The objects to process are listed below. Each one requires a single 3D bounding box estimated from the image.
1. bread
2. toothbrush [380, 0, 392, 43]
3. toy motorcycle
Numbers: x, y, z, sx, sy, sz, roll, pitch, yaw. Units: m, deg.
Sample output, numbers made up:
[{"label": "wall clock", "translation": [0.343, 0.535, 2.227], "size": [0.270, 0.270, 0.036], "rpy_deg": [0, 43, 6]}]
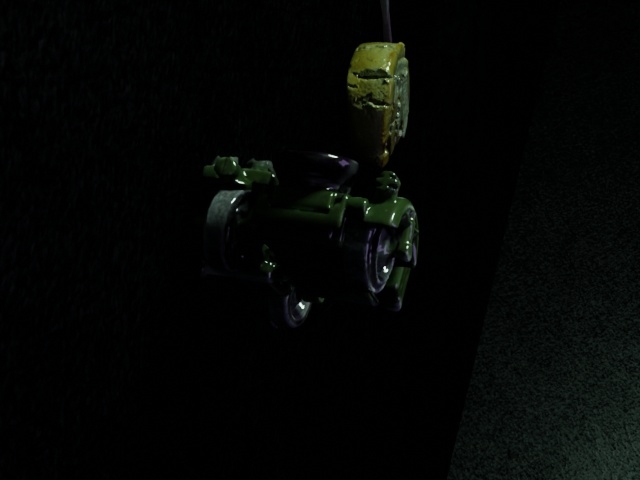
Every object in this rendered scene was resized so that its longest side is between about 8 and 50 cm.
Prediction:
[{"label": "bread", "translation": [0.072, -0.168, 1.530], "size": [0.156, 0.064, 0.117], "rpy_deg": [81, 25, -47]}, {"label": "toothbrush", "translation": [0.091, -0.254, 1.638], "size": [0.194, 0.017, 0.014], "rpy_deg": [76, 22, -50]}, {"label": "toy motorcycle", "translation": [0.000, 0.000, 1.109], "size": [0.275, 0.205, 0.127], "rpy_deg": [47, 53, -65]}]
